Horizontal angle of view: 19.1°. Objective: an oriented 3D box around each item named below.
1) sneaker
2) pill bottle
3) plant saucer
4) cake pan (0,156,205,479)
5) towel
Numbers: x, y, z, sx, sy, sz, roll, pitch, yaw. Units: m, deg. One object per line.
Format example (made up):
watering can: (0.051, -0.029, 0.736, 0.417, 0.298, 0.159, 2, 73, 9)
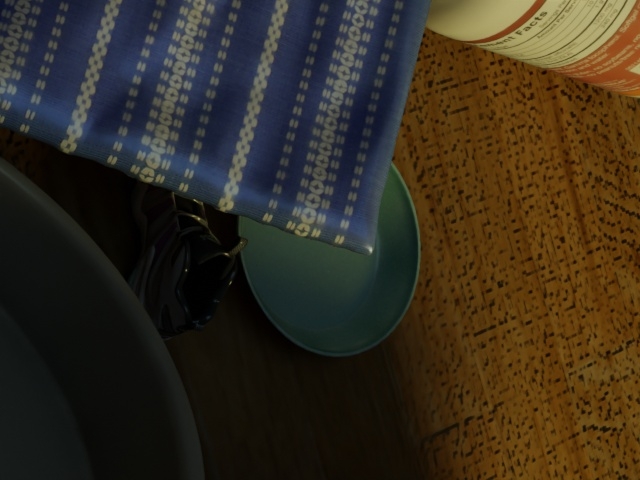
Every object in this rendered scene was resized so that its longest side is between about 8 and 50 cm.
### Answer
sneaker: (-0.057, -0.003, 0.881, 0.038, 0.069, 0.098, 12, 76, -39)
pill bottle: (0.116, -0.156, 1.017, 0.216, 0.121, 0.121, 13, 75, -38)
plant saucer: (0.000, 0.000, 0.960, 0.119, 0.021, 0.119, 7, 79, -38)
cake pan: (-0.176, 0.057, 0.701, 0.293, 0.054, 0.293, 29, 34, -23)
towel: (-0.099, -0.158, 0.825, 0.336, 0.040, 0.243, 20, 70, -16)
